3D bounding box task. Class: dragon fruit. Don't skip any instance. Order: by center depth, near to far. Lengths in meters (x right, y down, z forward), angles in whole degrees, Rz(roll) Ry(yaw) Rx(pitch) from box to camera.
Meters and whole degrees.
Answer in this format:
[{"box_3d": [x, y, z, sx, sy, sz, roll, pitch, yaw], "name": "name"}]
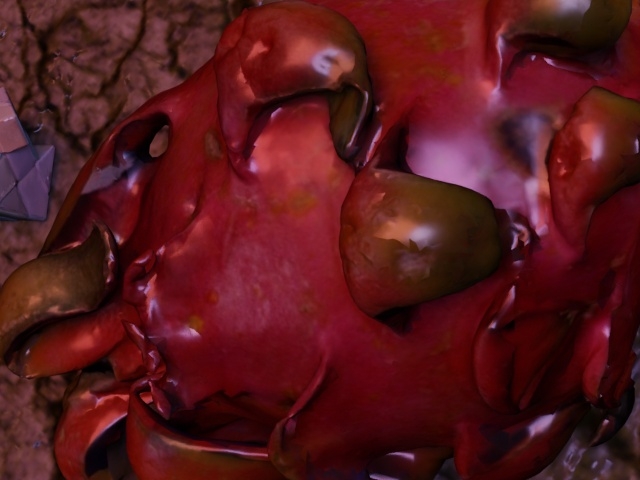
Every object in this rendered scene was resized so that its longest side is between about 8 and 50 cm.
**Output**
[{"box_3d": [0.013, 0.008, 0.579, 0.243, 0.227, 0.307, 35, 94, 35], "name": "dragon fruit"}]

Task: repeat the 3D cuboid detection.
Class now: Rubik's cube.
[{"box_3d": [-0.191, -0.051, 0.783, 0.075, 0.084, 0.073, 6, 81, 11], "name": "Rubik's cube"}]
